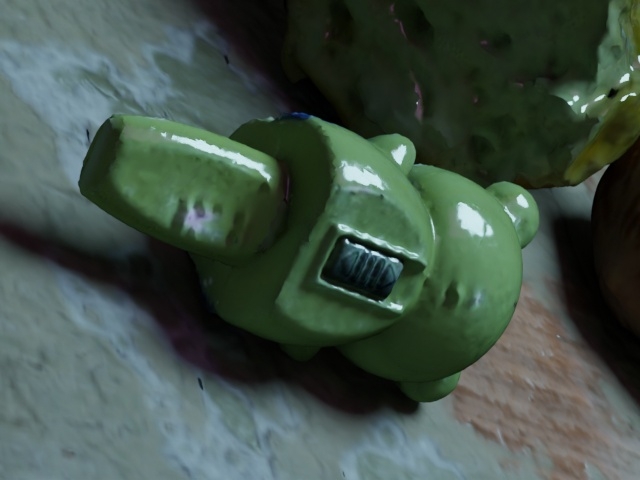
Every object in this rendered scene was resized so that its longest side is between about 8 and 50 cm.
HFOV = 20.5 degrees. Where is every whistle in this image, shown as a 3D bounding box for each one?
[{"bbox_3d":[0.000,0.000,0.718,0.227,0.105,0.085,20,9,-36],"label":"whistle"}]

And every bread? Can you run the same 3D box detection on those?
[{"bbox_3d":[0.103,-0.142,0.927,0.238,0.196,0.252,50,26,12],"label":"bread"}]

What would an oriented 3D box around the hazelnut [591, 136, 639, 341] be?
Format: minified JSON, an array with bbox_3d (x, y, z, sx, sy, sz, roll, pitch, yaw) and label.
[{"bbox_3d":[0.239,0.000,0.965,0.182,0.182,0.182,34,32,-25],"label":"hazelnut"}]
